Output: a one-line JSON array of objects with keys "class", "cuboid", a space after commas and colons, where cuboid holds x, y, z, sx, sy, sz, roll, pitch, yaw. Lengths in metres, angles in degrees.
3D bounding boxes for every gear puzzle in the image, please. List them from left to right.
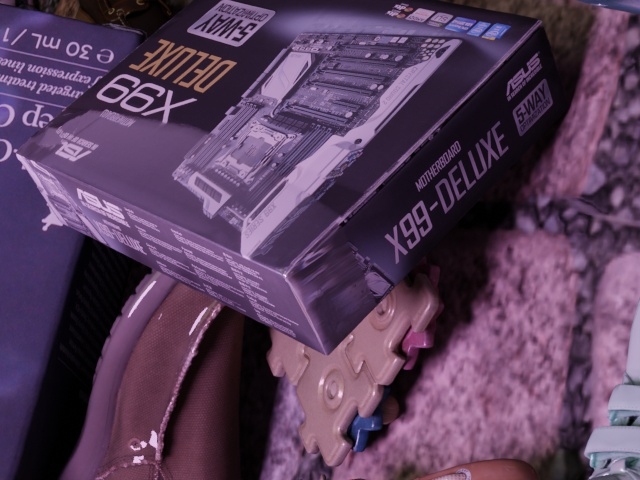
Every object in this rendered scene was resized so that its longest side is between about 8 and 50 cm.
[{"class": "gear puzzle", "cuboid": [0.000, 0.000, 1.028, 0.175, 0.044, 0.339, -62, 35, 29]}]

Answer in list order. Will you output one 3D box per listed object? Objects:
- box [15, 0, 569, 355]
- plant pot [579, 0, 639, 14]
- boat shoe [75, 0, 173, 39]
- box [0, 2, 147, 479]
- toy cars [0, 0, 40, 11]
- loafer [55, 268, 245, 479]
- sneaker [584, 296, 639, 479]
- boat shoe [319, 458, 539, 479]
[{"class": "box", "cuboid": [-0.028, -0.074, 0.937, 0.242, 0.076, 0.307, -44, 41, -21]}, {"class": "plant pot", "cuboid": [0.221, -0.239, 0.685, 0.271, 0.271, 0.255, 14, 98, 51]}, {"class": "boat shoe", "cuboid": [-0.174, -0.208, 1.285, 0.207, 0.073, 0.073, 44, 113, 48]}, {"class": "box", "cuboid": [-0.320, 0.013, 1.126, 0.212, 0.293, 0.396, 89, -166, -75]}, {"class": "toy cars", "cuboid": [-0.344, -0.363, 1.535, 0.176, 0.087, 0.394, 13, 87, 52]}, {"class": "loafer", "cuboid": [-0.106, 0.141, 1.050, 0.130, 0.134, 0.366, 28, 113, 7]}, {"class": "sneaker", "cuboid": [0.162, 0.113, 0.702, 0.094, 0.151, 0.256, -11, 67, 50]}, {"class": "boat shoe", "cuboid": [0.021, 0.212, 0.874, 0.324, 0.123, 0.116, -20, 55, 38]}]
